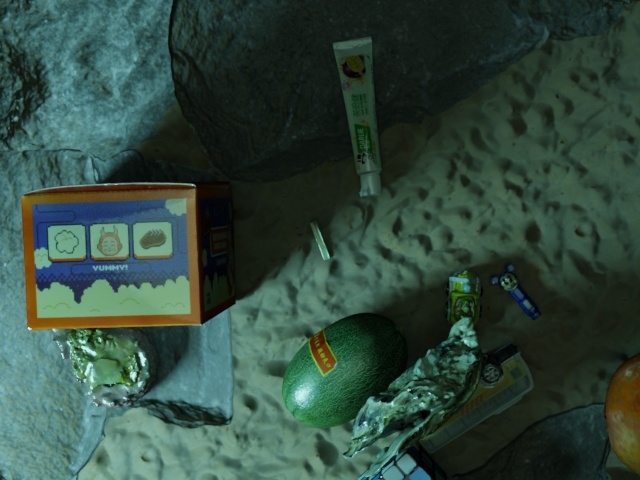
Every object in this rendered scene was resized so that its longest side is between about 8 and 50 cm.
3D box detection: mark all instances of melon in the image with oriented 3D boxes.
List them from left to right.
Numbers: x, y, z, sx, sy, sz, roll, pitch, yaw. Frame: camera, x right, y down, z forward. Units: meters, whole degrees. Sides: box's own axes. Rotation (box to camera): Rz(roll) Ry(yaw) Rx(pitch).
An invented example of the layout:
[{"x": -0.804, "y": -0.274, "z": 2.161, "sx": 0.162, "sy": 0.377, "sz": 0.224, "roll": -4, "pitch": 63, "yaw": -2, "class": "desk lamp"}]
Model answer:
[{"x": 0.055, "y": 0.245, "z": 1.809, "sx": 0.287, "sy": 0.182, "sz": 0.182, "roll": -35, "pitch": 89, "yaw": 4, "class": "melon"}]

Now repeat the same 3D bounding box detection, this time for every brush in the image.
[{"x": 0.000, "y": 0.000, "z": 1.888, "sx": 0.016, "sy": 0.013, "sz": 0.084, "roll": -20, "pitch": 98, "yaw": 10, "class": "brush"}]

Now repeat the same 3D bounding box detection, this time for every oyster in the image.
[{"x": 0.185, "y": 0.291, "z": 1.725, "sx": 0.158, "sy": 0.162, "sz": 0.351, "roll": 41, "pitch": 86, "yaw": -17, "class": "oyster"}]

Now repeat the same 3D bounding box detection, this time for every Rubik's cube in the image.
[{"x": 0.167, "y": 0.494, "z": 1.825, "sx": 0.154, "sy": 0.155, "sz": 0.151, "roll": -42, "pitch": 87, "yaw": 5, "class": "Rubik's cube"}]

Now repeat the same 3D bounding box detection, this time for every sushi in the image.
[{"x": -0.429, "y": 0.221, "z": 1.889, "sx": 0.161, "sy": 0.107, "sz": 0.241, "roll": -30, "pitch": 89, "yaw": 2, "class": "sushi"}]

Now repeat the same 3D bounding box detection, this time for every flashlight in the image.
[{"x": 0.392, "y": 0.106, "z": 1.848, "sx": 0.057, "sy": 0.035, "sz": 0.121, "roll": -39, "pitch": 89, "yaw": 4, "class": "flashlight"}]

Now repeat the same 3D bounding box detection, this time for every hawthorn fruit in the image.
[{"x": 0.674, "y": 0.319, "z": 1.707, "sx": 0.276, "sy": 0.307, "sz": 0.276, "roll": 0, "pitch": 80, "yaw": -2, "class": "hawthorn fruit"}]

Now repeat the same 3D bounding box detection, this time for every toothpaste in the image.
[{"x": 0.084, "y": -0.245, "z": 1.855, "sx": 0.058, "sy": 0.056, "sz": 0.314, "roll": -7, "pitch": 88, "yaw": -35, "class": "toothpaste"}]

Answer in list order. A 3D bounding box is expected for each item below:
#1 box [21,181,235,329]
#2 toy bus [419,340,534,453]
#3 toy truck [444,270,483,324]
[{"x": -0.342, "y": 0.018, "z": 1.749, "sx": 0.318, "sy": 0.348, "sz": 0.257, "roll": -3, "pitch": 92, "yaw": 6, "class": "box"}, {"x": 0.294, "y": 0.309, "z": 1.841, "sx": 0.268, "sy": 0.092, "sz": 0.106, "roll": -34, "pitch": 98, "yaw": 5, "class": "toy bus"}, {"x": 0.283, "y": 0.114, "z": 1.837, "sx": 0.076, "sy": 0.077, "sz": 0.111, "roll": 3, "pitch": 93, "yaw": 4, "class": "toy truck"}]
